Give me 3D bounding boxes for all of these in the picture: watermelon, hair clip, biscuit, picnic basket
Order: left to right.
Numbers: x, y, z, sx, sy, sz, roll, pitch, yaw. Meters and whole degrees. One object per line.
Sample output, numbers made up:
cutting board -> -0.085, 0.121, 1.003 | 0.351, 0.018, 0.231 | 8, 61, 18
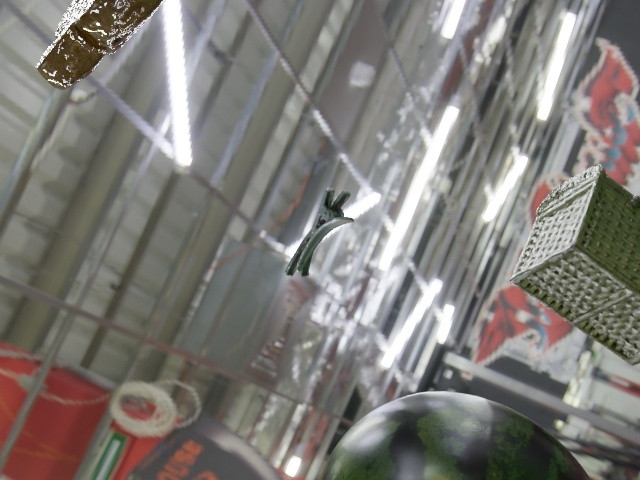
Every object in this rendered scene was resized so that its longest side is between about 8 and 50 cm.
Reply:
biscuit -> -0.160, -0.273, 1.027 | 0.314, 0.063, 0.367 | -58, 21, -6
hair clip -> -0.001, 0.000, 1.118 | 0.030, 0.039, 0.115 | 8, -49, -29
watermelon -> 0.116, 0.260, 0.912 | 0.269, 0.269, 0.269 | -56, -21, -34
picnic basket -> 0.358, 0.024, 1.288 | 0.154, 0.196, 0.134 | -60, 9, -31
